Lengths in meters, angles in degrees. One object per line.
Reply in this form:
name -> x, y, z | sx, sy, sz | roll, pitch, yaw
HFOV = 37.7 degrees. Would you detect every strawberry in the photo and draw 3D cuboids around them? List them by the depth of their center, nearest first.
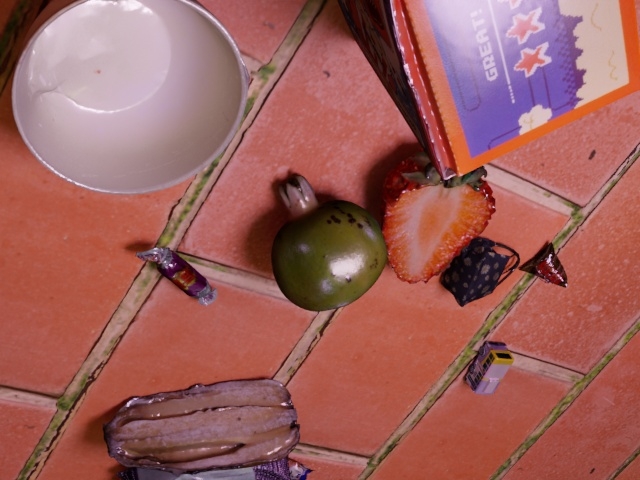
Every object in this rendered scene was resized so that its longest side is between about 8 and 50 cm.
strawberry -> 0.170, -0.057, 1.461 | 0.188, 0.106, 0.286 | 0, 140, -16

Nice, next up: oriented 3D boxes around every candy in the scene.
candy -> -0.215, 0.051, 1.432 | 0.045, 0.043, 0.175 | -36, 135, 7

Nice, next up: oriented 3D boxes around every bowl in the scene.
bowl -> -0.238, -0.204, 1.146 | 0.277, 0.145, 0.277 | -12, 130, -14

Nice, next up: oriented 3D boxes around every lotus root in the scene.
lotus root -> -0.202, 0.333, 1.598 | 0.329, 0.167, 0.078 | -3, 143, -11

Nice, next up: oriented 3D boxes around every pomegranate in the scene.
pomegranate -> 0.000, 0.000, 1.404 | 0.180, 0.180, 0.210 | -28, 102, 2

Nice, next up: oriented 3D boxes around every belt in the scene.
belt -> -0.210, 0.464, 1.710 | 0.324, 0.122, 0.260 | -21, 135, 3

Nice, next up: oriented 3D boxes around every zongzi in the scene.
zongzi -> 0.394, 0.049, 1.674 | 0.073, 0.067, 0.083 | -25, 114, 14

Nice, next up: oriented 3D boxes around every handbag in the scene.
handbag -> 0.289, 0.047, 1.618 | 0.139, 0.072, 0.115 | -6, 129, -34

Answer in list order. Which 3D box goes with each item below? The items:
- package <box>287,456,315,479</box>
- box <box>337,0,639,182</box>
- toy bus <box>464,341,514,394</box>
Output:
package -> -0.067, 0.438, 1.810 | 0.110, 0.033, 0.077 | 26, 137, -17
box -> 0.155, -0.319, 1.070 | 0.256, 0.349, 0.319 | -25, 134, -1
toy bus -> 0.323, 0.247, 1.791 | 0.052, 0.058, 0.102 | 8, 124, -26
